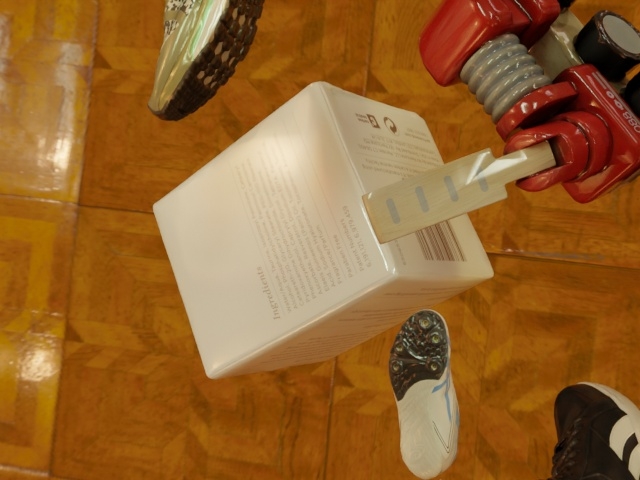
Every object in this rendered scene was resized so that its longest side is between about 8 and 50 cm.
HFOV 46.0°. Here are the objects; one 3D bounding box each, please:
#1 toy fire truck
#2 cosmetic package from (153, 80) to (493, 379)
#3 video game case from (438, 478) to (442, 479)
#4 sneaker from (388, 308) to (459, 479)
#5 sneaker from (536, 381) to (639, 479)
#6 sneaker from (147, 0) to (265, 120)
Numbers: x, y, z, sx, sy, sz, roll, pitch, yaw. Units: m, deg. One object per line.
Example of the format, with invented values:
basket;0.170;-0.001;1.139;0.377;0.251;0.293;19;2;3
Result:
toy fire truck;0.141;-0.112;0.622;0.217;0.246;0.158;58;140;15
cosmetic package;0.000;0.000;1.260;0.394;0.329;0.327;-32;71;30
video game case;0.092;0.433;0.806;0.244;0.269;0.061;-40;119;10
sneaker;0.144;0.200;1.008;0.085;0.086;0.237;5;107;29
sneaker;0.185;0.175;0.558;0.121;0.216;0.079;12;119;-10
sneaker;-0.149;-0.337;0.845;0.182;0.158;0.410;15;87;5
